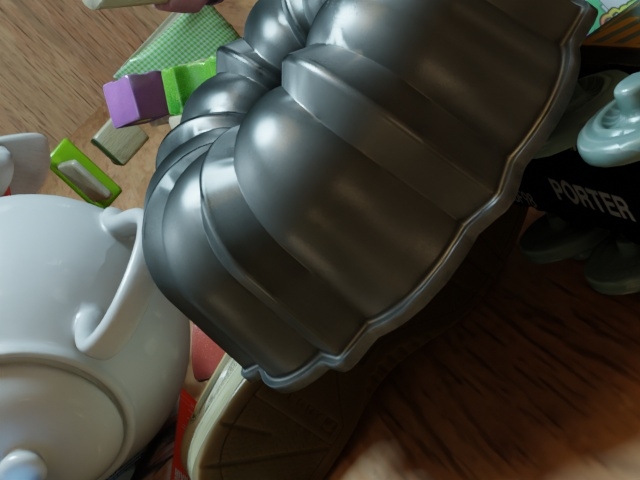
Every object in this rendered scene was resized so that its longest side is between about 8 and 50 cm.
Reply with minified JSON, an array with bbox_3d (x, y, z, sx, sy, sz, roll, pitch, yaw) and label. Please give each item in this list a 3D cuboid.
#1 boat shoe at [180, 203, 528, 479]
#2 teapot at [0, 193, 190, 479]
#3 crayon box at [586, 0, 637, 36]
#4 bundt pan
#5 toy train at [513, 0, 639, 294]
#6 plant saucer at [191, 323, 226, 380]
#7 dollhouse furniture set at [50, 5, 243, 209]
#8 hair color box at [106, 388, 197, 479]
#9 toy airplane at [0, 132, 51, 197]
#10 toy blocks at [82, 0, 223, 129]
[{"bbox_3d":[0.016,0.041,0.870,0.341,0.121,0.110,-49,20,-8],"label":"boat shoe"},{"bbox_3d":[-0.209,0.100,0.898,0.252,0.256,0.187,-12,37,0],"label":"teapot"},{"bbox_3d":[0.341,-0.265,0.862,0.313,0.106,0.363,-51,20,-15],"label":"crayon box"},{"bbox_3d":[0.004,-0.079,0.743,0.331,0.124,0.331,-47,19,22],"label":"bundt pan"},{"bbox_3d":[0.209,-0.066,0.698,0.190,0.142,0.334,-35,16,-8],"label":"toy train"},{"bbox_3d":[0.000,0.000,1.100,0.258,0.048,0.259,-19,32,51],"label":"plant saucer"},{"bbox_3d":[-0.159,-0.145,1.487,0.301,0.197,0.151,-50,19,-14],"label":"dollhouse furniture set"},{"bbox_3d":[-0.129,0.198,0.949,0.093,0.053,0.167,-39,21,13],"label":"hair color box"},{"bbox_3d":[-0.323,0.075,1.264,0.384,0.272,0.386,-48,49,29],"label":"toy airplane"},{"bbox_3d":[-0.018,-0.144,1.112,0.288,0.309,0.260,-7,8,43],"label":"toy blocks"}]
